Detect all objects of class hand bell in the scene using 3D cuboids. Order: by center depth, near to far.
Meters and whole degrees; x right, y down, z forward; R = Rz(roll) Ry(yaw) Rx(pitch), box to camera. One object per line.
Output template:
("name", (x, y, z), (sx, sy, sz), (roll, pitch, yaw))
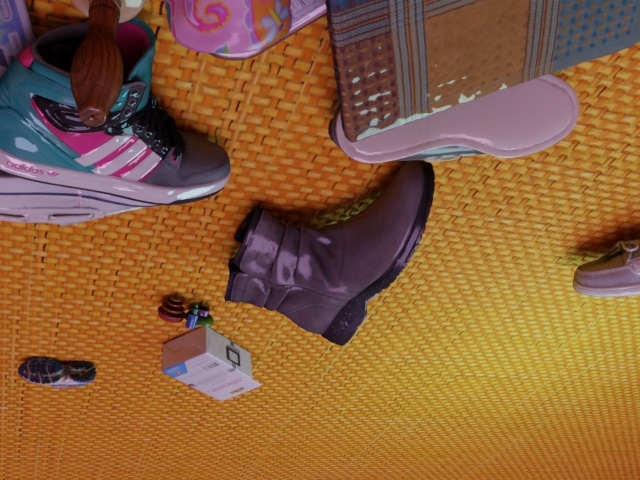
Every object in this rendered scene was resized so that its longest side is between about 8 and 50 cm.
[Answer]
("hand bell", (-0.186, -0.187, 0.561), (0.126, 0.241, 0.126), (-5, 143, -4))

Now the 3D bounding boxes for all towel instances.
("towel", (0.181, -0.255, 0.652), (0.371, 0.040, 0.271), (-20, 142, -6))

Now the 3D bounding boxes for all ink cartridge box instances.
("ink cartridge box", (-0.204, 0.237, 1.262), (0.104, 0.060, 0.180), (-25, 140, 18))

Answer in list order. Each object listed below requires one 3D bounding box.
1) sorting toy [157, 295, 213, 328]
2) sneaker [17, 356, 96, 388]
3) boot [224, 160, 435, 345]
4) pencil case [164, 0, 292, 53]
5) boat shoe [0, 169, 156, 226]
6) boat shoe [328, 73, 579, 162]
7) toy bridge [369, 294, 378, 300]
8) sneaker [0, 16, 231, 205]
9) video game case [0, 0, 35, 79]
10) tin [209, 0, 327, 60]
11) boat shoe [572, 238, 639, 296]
("sorting toy", (-0.221, 0.117, 1.119), (0.102, 0.061, 0.042), (10, 105, -34))
("sneaker", (-0.492, 0.255, 1.234), (0.135, 0.052, 0.058), (13, 142, -26))
("boot", (0.000, 0.000, 0.951), (0.223, 0.118, 0.338), (24, 116, -11))
("pencil case", (-0.071, -0.293, 0.518), (0.124, 0.124, 0.284), (-2, 136, -10))
("boat shoe", (-0.295, -0.058, 0.773), (0.268, 0.096, 0.088), (-5, 140, -48))
("boat shoe", (0.160, -0.151, 0.809), (0.305, 0.091, 0.109), (-7, 101, -10))
("toy bridge", (0.059, 0.044, 1.094), (0.063, 0.026, 0.188), (-23, 141, 14))
("sneaker", (-0.199, -0.146, 0.722), (0.296, 0.123, 0.178), (5, 135, -41))
("video game case", (-0.422, -0.131, 0.649), (0.300, 0.036, 0.328), (-26, 149, -25))
("tin", (-0.055, -0.254, 0.674), (0.190, 0.040, 0.106), (-25, 136, 20))
("boat shoe", (0.581, 0.014, 1.114), (0.321, 0.103, 0.118), (-17, -173, 15))
